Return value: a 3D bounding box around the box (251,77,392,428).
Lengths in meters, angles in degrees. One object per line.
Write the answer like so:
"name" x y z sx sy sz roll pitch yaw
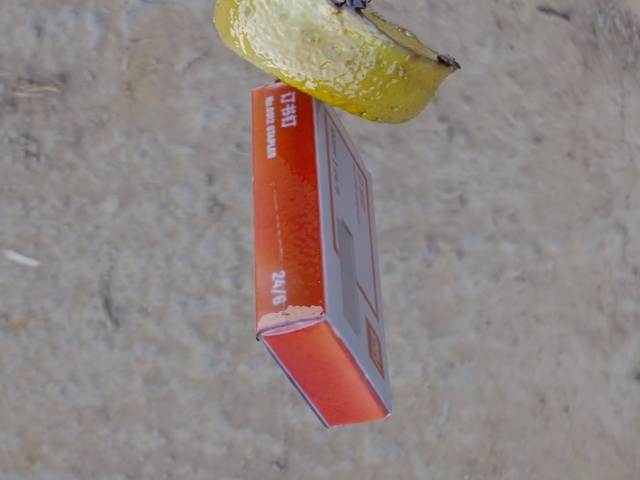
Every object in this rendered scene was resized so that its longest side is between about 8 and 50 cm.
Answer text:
"box" 0.000 0.000 0.850 0.050 0.123 0.229 -16 47 14

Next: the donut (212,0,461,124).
"donut" 0.013 -0.131 0.851 0.146 0.181 0.078 37 102 33
